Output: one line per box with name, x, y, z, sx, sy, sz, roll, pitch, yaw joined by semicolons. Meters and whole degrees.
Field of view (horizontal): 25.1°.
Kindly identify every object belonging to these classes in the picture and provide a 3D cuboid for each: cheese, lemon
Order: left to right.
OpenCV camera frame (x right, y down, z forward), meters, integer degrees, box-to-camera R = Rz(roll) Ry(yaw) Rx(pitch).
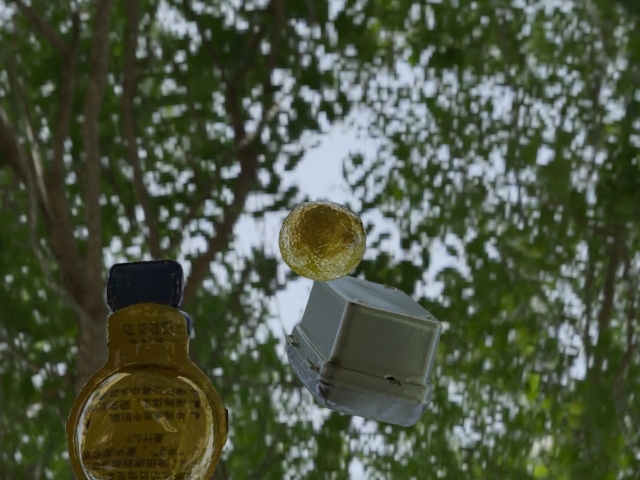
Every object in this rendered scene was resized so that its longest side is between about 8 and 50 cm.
cheese;-0.159;0.139;1.325;0.157;0.064;0.250;-2;-103;10
lemon;0.000;0.000;1.075;0.062;0.062;0.083;-41;-155;-29

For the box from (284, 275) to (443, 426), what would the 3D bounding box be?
box;0.048;0.121;1.659;0.148;0.129;0.210;14;-172;-15
